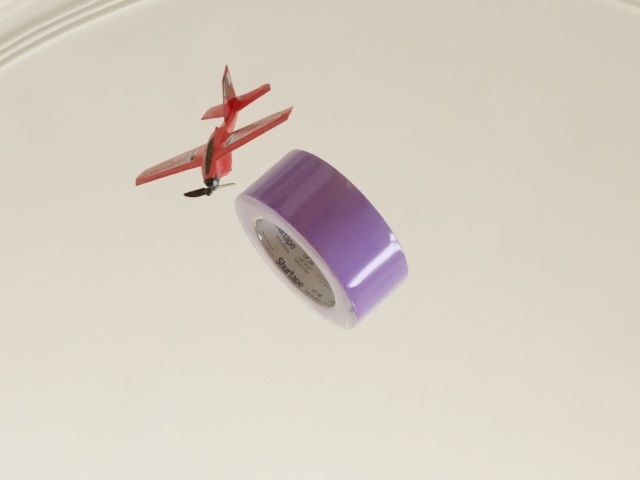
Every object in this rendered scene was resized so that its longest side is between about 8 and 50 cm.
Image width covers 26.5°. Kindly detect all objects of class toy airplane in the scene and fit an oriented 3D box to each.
[{"bbox_3d":[-0.080,-0.085,1.091,0.151,0.151,0.028,-28,-54,15],"label":"toy airplane"}]

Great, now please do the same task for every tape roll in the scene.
[{"bbox_3d":[0.000,0.000,1.449,0.080,0.189,0.189,-41,-84,-17],"label":"tape roll"}]
